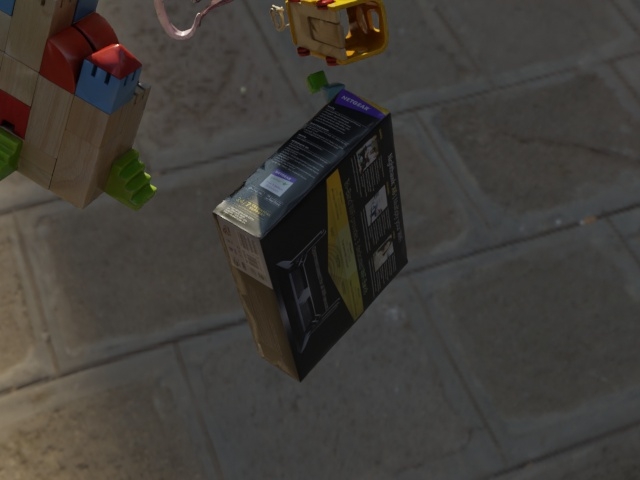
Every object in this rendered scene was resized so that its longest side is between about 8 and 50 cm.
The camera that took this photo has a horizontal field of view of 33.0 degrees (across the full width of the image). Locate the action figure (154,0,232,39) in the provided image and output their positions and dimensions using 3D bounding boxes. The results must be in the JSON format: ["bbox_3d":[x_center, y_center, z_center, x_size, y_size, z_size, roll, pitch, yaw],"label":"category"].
[{"bbox_3d":[-0.074,-0.452,1.767,0.370,0.248,0.276,23,66,25],"label":"action figure"}]

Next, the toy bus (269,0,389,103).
[{"bbox_3d":[0.023,-0.334,1.653,0.104,0.191,0.202,-20,71,-21],"label":"toy bus"}]

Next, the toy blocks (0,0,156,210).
[{"bbox_3d":[-0.342,-0.223,1.258,0.381,0.261,0.191,31,37,6],"label":"toy blocks"}]

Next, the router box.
[{"bbox_3d":[0.000,0.000,1.377,0.081,0.309,0.243,30,61,29],"label":"router box"}]
